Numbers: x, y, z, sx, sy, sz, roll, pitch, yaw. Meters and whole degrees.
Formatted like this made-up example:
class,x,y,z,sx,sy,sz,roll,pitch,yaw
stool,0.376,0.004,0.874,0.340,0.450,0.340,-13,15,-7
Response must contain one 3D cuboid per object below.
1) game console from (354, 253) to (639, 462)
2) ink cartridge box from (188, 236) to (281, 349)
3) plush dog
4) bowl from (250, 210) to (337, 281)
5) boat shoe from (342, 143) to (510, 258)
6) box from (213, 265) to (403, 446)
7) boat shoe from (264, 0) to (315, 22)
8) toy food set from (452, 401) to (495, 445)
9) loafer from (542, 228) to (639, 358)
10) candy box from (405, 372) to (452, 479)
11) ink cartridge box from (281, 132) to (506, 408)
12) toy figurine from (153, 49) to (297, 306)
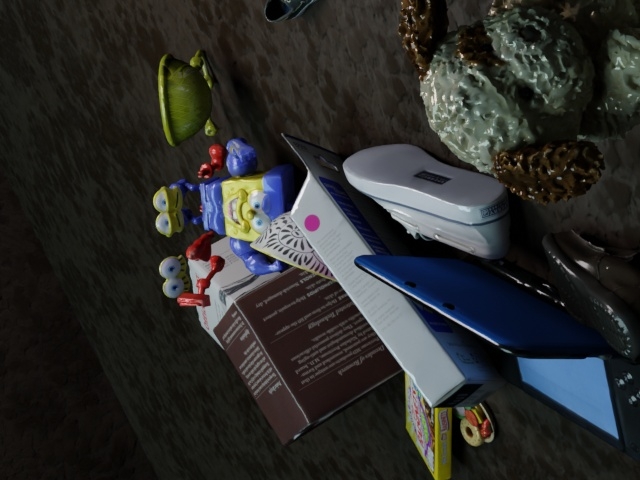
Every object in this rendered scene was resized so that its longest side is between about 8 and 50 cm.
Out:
class,x,y,z,sx,sy,sz,roll,pitch,yaw
game console,0.201,0.126,1.615,0.293,0.173,0.250,31,144,53
ink cartridge box,-0.094,0.124,2.374,0.237,0.100,0.172,43,153,36
plush dog,0.182,-0.142,1.243,0.262,0.225,0.211,50,156,24
bowl,0.000,0.000,1.995,0.170,0.170,0.080,22,93,58
boat shoe,0.114,-0.040,1.707,0.258,0.095,0.084,30,139,54
box,-0.020,0.150,2.147,0.203,0.167,0.168,58,158,7
boat shoe,-0.031,-0.290,1.790,0.049,0.040,0.142,59,159,5
toy food set,0.193,0.224,1.963,0.083,0.020,0.083,60,159,2
loafer,0.281,0.044,1.469,0.220,0.078,0.080,-124,10,-63
candy box,0.143,0.224,2.042,0.206,0.027,0.105,85,163,-47
ink cartridge box,0.073,0.038,1.828,0.371,0.069,0.176,56,-165,17
toy figurine,-0.093,-0.084,2.120,0.217,0.191,0.363,4,107,22
